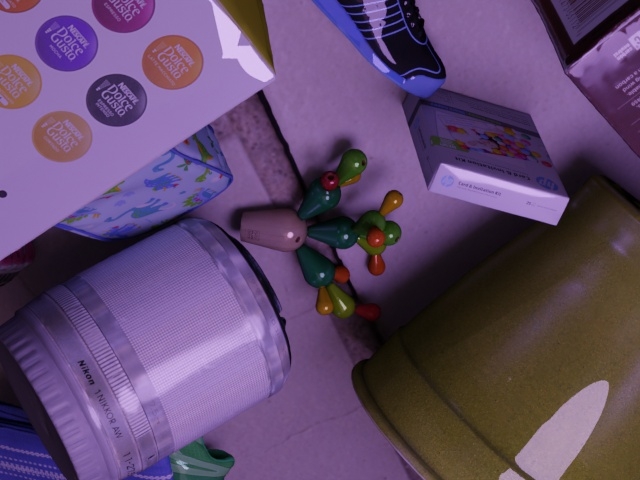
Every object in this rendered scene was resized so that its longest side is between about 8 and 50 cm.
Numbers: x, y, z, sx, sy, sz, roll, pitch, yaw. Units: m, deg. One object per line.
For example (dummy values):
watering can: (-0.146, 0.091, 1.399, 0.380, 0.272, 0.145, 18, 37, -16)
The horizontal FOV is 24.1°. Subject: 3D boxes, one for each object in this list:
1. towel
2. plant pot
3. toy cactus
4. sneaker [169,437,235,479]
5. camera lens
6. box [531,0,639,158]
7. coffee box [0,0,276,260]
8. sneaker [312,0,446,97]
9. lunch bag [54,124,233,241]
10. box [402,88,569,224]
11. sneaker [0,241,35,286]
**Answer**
towel: (-0.279, 0.328, 1.823, 0.243, 0.040, 0.336, 10, 135, 13)
plant pot: (0.284, 0.128, 1.669, 0.366, 0.366, 0.353, 33, 102, -24)
toy cactus: (0.000, 0.000, 1.683, 0.180, 0.112, 0.219, 4, 132, 3)
sneaker: (-0.215, 0.202, 1.798, 0.123, 0.109, 0.295, -44, 116, -12)
camera lens: (-0.186, 0.119, 1.618, 0.274, 0.219, 0.219, -29, 125, -18)
box: (0.394, -0.136, 1.574, 0.143, 0.191, 0.381, -39, 118, 18)
coffee box: (-0.274, -0.255, 1.333, 0.334, 0.338, 0.338, -31, 123, 14)
sneaker: (0.064, -0.244, 1.530, 0.090, 0.081, 0.232, -36, 119, 25)
lunch bag: (-0.206, -0.073, 1.550, 0.176, 0.090, 0.219, -29, 162, 15)
box: (0.170, -0.094, 1.577, 0.145, 0.186, 0.038, 15, 120, -14)
sneaker: (-0.397, 0.034, 1.645, 0.170, 0.063, 0.075, -10, 150, -46)
